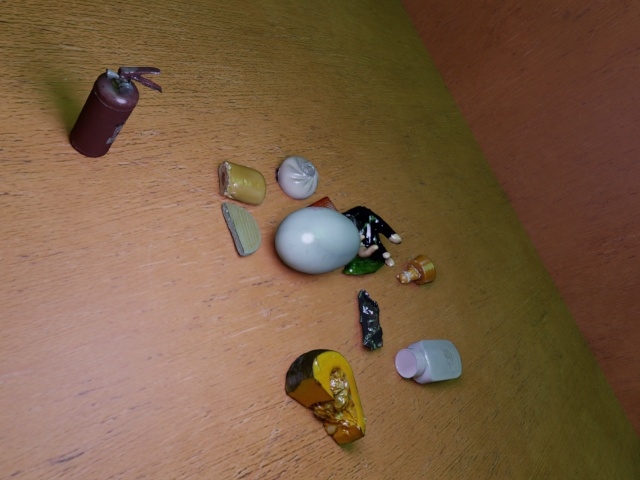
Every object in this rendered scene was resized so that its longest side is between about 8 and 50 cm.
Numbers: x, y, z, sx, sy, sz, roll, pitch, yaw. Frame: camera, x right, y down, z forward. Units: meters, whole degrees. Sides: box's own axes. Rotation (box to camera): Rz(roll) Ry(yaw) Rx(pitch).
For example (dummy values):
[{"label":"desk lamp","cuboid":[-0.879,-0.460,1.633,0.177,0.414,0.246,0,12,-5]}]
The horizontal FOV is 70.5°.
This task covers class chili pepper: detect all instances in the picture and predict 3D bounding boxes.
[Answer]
[{"label":"chili pepper","cuboid":[0.184,0.091,1.796,0.100,0.074,0.257,26,22,35]}]

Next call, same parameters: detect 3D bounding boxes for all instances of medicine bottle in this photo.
[{"label":"medicine bottle","cuboid":[0.424,0.473,1.766,0.296,0.111,0.161,9,58,-43]}]

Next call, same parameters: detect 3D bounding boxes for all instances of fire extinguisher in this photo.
[{"label":"fire extinguisher","cuboid":[-0.525,-0.342,1.172,0.147,0.337,0.106,-2,68,-45]}]

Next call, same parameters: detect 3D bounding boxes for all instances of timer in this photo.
[{"label":"timer","cuboid":[0.401,0.146,1.962,0.152,0.132,0.132,-19,78,-26]}]

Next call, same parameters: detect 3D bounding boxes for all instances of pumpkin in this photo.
[{"label":"pumpkin","cuboid":[0.010,0.462,1.340,0.190,0.139,0.281,11,55,-45]}]

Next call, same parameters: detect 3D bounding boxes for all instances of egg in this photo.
[{"label":"egg","cuboid":[0.000,0.000,1.557,0.371,0.230,0.230,-1,66,-52]}]

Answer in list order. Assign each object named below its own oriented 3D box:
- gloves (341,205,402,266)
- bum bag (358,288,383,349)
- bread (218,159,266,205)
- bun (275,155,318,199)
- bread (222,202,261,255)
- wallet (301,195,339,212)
[{"label":"gloves","cuboid":[0.196,-0.010,1.763,0.197,0.152,0.301,-25,45,-11]},{"label":"bum bag","cuboid":[0.184,0.294,1.671,0.102,0.069,0.248,51,30,-45]},{"label":"bread","cuboid":[-0.261,-0.196,1.532,0.173,0.085,0.134,10,59,-40]},{"label":"bun","cuboid":[-0.075,-0.246,1.723,0.172,0.120,0.173,24,52,-35]},{"label":"bread","cuboid":[-0.249,-0.036,1.483,0.112,0.036,0.193,-4,65,-51]},{"label":"wallet","cuboid":[0.002,-0.106,1.783,0.196,0.020,0.103,-33,90,-50]}]
